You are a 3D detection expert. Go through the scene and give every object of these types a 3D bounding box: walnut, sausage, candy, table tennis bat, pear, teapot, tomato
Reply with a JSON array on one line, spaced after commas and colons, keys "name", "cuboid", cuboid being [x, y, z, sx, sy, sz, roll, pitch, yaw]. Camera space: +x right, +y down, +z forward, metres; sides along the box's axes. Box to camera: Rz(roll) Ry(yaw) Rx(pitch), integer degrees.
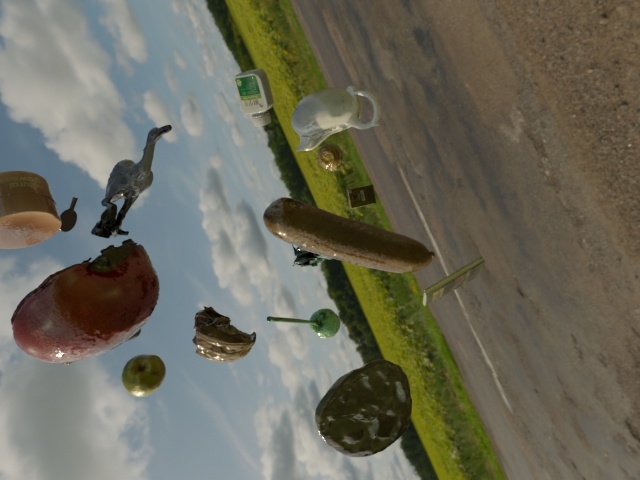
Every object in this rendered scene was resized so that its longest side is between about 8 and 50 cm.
[{"name": "walnut", "cuboid": [-0.322, 0.325, 1.491, 0.204, 0.141, 0.238, 23, -178, -18]}, {"name": "sausage", "cuboid": [0.080, -0.003, 1.280, 0.136, 0.500, 0.123, 129, 154, -55]}, {"name": "candy", "cuboid": [-0.062, 0.297, 1.672, 0.440, 0.119, 0.119, 20, -137, -57]}, {"name": "table tennis bat", "cuboid": [-1.109, -0.103, 2.100, 0.107, 0.119, 0.170, 19, -90, -79]}, {"name": "pear", "cuboid": [-0.797, 0.609, 2.066, 0.200, 0.199, 0.200, -23, -90, -89]}, {"name": "teapot", "cuboid": [0.036, -0.354, 1.314, 0.208, 0.299, 0.166, -4, -86, -49]}, {"name": "tomato", "cuboid": [-0.508, 0.174, 1.071, 0.176, 0.290, 0.335, 44, -147, 7]}]

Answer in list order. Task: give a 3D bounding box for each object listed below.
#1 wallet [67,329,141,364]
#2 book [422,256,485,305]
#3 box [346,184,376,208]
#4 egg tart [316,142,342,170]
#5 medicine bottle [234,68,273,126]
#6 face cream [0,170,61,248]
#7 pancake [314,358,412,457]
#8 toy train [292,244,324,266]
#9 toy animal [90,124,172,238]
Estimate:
[{"name": "wallet", "cuboid": [-0.632, 0.246, 1.357, 0.309, 0.042, 0.165, -4, -79, -75]}, {"name": "book", "cuboid": [0.456, 0.147, 1.583, 0.024, 0.228, 0.160, 59, 177, 25]}, {"name": "box", "cuboid": [0.189, -0.202, 2.111, 0.023, 0.133, 0.090, 170, 87, -71]}, {"name": "egg tart", "cuboid": [0.037, -0.370, 2.045, 0.129, 0.128, 0.049, 67, -153, -3]}, {"name": "medicine bottle", "cuboid": [-0.227, -0.498, 1.606, 0.069, 0.119, 0.183, -52, -45, -49]}, {"name": "face cream", "cuboid": [-0.648, -0.064, 0.978, 0.104, 0.149, 0.149, 62, 180, 17]}, {"name": "pancake", "cuboid": [0.123, 0.444, 1.204, 0.049, 0.294, 0.295, 33, 150, 62]}, {"name": "toy train", "cuboid": [0.000, 0.000, 1.676, 0.299, 0.238, 0.167, 17, -123, -78]}, {"name": "toy animal", "cuboid": [-0.456, -0.152, 1.118, 0.090, 0.324, 0.195, 25, -172, -42]}]
